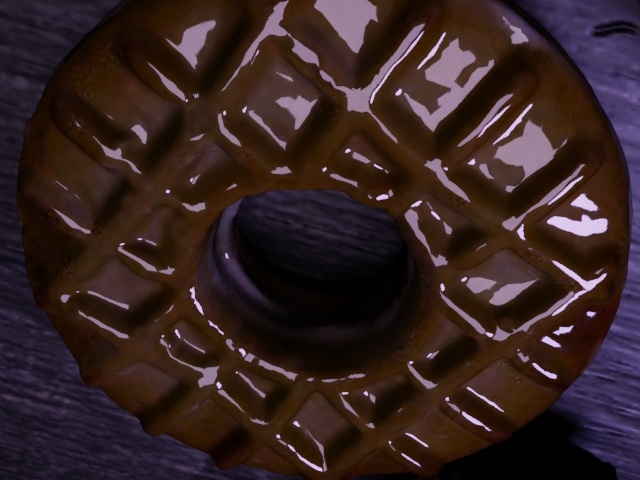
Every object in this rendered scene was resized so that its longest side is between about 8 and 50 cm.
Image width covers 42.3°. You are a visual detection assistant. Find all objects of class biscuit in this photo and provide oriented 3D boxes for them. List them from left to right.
[{"bbox_3d":[0.000,0.000,0.446,0.332,0.103,0.332,4,123,6],"label":"biscuit"}]

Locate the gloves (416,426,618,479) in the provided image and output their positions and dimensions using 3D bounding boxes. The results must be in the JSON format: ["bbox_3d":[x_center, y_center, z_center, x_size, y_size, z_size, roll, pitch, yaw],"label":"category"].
[{"bbox_3d":[0.097,0.289,0.586,0.203,0.155,0.356,15,108,-10],"label":"gloves"}]

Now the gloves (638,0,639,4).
[{"bbox_3d":[0.265,-0.042,0.357,0.331,0.154,0.141,18,121,-12],"label":"gloves"}]
